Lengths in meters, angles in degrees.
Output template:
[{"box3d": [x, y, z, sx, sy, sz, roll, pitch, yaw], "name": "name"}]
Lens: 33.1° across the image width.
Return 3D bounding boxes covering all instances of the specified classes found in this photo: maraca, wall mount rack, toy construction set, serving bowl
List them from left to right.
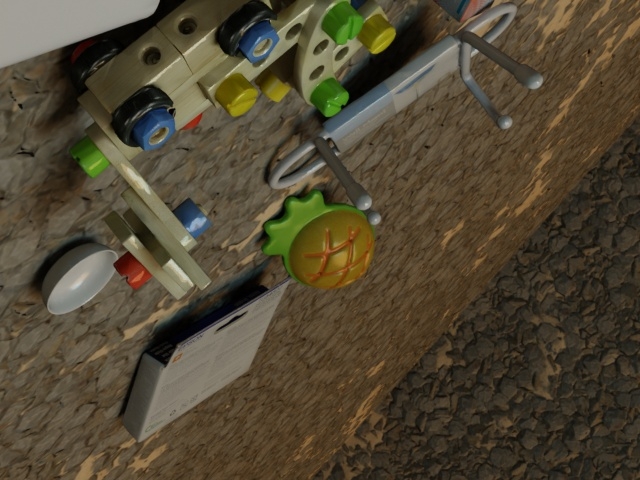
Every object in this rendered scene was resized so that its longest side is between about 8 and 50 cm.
[{"box3d": [-0.234, 0.031, 1.025, 0.083, 0.027, 0.083, -40, 163, -15], "name": "serving bowl"}, {"box3d": [-0.083, -0.115, 0.873, 0.327, 0.151, 0.215, -54, 165, -9], "name": "toy construction set"}, {"box3d": [0.000, 0.000, 1.396, 0.127, 0.099, 0.186, -50, 137, 7], "name": "maraca"}, {"box3d": [0.107, -0.128, 1.181, 0.350, 0.130, 0.304, -36, 172, 3], "name": "wall mount rack"}]

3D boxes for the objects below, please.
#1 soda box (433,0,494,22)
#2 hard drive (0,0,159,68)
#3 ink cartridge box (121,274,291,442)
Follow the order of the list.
[{"box3d": [0.181, -0.323, 1.138, 0.063, 0.058, 0.183, -30, 158, -41], "name": "soda box"}, {"box3d": [-0.207, -0.172, 0.601, 0.319, 0.040, 0.210, -31, 158, -39], "name": "hard drive"}, {"box3d": [-0.154, 0.146, 1.443, 0.223, 0.045, 0.224, -30, 156, -43], "name": "ink cartridge box"}]
